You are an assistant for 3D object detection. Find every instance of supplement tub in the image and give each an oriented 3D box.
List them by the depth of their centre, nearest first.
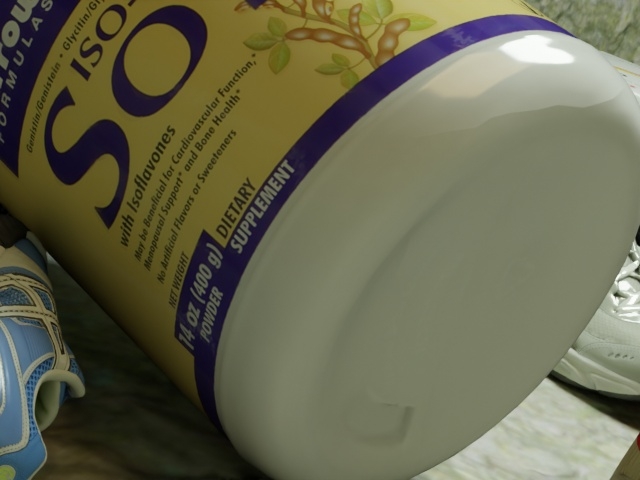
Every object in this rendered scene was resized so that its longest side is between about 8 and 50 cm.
[{"bbox_3d":[-0.034,-0.063,0.817,0.331,0.241,0.241,41,23,32],"label":"supplement tub"}]

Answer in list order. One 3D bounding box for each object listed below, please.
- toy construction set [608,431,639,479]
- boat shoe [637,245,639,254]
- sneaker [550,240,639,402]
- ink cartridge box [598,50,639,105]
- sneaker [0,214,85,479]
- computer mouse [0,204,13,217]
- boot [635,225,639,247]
[{"bbox_3d":[0.302,0.106,0.953,0.308,0.237,0.257,-2,52,-18],"label":"toy construction set"},{"bbox_3d":[0.243,0.054,1.197,0.078,0.070,0.219,35,-1,-36],"label":"boat shoe"},{"bbox_3d":[0.180,0.018,1.133,0.099,0.121,0.262,10,18,-34],"label":"sneaker"},{"bbox_3d":[0.340,-0.106,1.787,0.226,0.131,0.306,26,14,17],"label":"ink cartridge box"},{"bbox_3d":[-0.143,0.050,0.699,0.081,0.080,0.211,41,13,-9],"label":"sneaker"},{"bbox_3d":[-0.286,-0.056,0.877,0.272,0.072,0.188,32,11,-8],"label":"computer mouse"},{"bbox_3d":[0.334,0.032,1.344,0.229,0.091,0.263,29,28,-47],"label":"boot"}]
